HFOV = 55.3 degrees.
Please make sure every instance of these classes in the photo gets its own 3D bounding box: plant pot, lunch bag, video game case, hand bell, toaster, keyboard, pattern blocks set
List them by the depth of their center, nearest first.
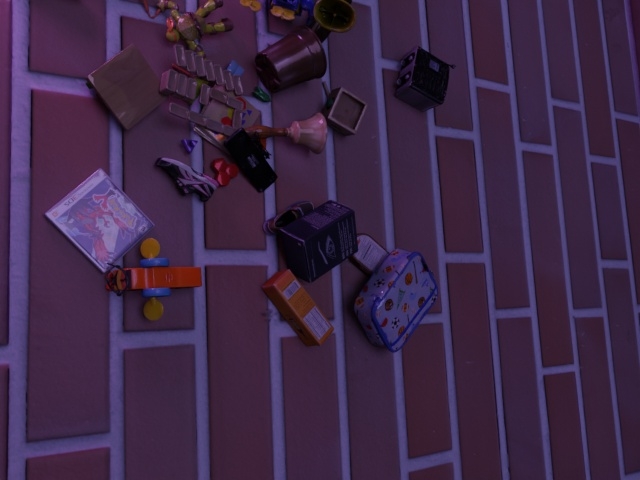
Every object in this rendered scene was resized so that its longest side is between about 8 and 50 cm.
[{"bbox_3d":[-0.551,-0.050,1.540,0.201,0.023,0.183,49,61,-16],"label":"video game case"},{"bbox_3d":[-0.270,-0.346,1.753,0.285,0.026,0.325,49,60,-22],"label":"pattern blocks set"},{"bbox_3d":[-0.194,-0.239,1.767,0.100,0.038,0.192,-39,120,-8],"label":"keyboard"},{"bbox_3d":[-0.115,-0.320,1.805,0.242,0.126,0.126,-3,84,-26],"label":"hand bell"},{"bbox_3d":[-0.095,-0.531,1.825,0.165,0.167,0.167,-34,100,-24],"label":"plant pot"},{"bbox_3d":[0.250,0.186,1.925,0.303,0.115,0.243,-46,124,-27],"label":"lunch bag"},{"bbox_3d":[0.361,-0.560,2.133,0.185,0.110,0.168,20,73,-27],"label":"toaster"}]

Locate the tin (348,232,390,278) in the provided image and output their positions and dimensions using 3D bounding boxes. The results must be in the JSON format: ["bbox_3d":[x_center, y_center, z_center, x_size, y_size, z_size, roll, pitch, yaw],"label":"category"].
[{"bbox_3d":[0.161,0.054,1.957,0.189,0.040,0.106,40,60,-20],"label":"tin"}]

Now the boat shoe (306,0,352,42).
[{"bbox_3d":[0.000,-0.719,1.962,0.095,0.095,0.257,30,66,13],"label":"boat shoe"}]

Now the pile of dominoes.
[{"bbox_3d":[-0.322,-0.405,1.696,0.251,0.040,0.196,17,73,-43],"label":"pile of dominoes"}]

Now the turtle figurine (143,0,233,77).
[{"bbox_3d":[-0.361,-0.613,1.708,0.217,0.087,0.270,-40,103,-30],"label":"turtle figurine"}]

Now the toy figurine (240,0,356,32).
[{"bbox_3d":[-0.066,-0.743,1.832,0.362,0.217,0.191,13,102,-7],"label":"toy figurine"}]

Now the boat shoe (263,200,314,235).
[{"bbox_3d":[-0.080,-0.067,1.807,0.183,0.066,0.066,-34,100,-31],"label":"boat shoe"}]

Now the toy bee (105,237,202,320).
[{"bbox_3d":[-0.449,0.086,1.527,0.298,0.162,0.195,38,53,-49],"label":"toy bee"}]

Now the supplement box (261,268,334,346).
[{"bbox_3d":[-0.064,0.198,1.770,0.080,0.078,0.233,-43,105,-32],"label":"supplement box"}]

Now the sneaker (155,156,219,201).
[{"bbox_3d":[-0.365,-0.162,1.648,0.178,0.072,0.077,27,85,-17],"label":"sneaker"}]

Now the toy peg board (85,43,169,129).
[{"bbox_3d":[-0.513,-0.398,1.599,0.161,0.079,0.161,-49,123,-28],"label":"toy peg board"}]

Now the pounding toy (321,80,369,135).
[{"bbox_3d":[0.060,-0.424,1.946,0.141,0.100,0.130,26,84,-23],"label":"pounding toy"}]

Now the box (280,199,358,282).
[{"bbox_3d":[0.000,0.000,1.788,0.207,0.108,0.153,-31,130,-32],"label":"box"}]
